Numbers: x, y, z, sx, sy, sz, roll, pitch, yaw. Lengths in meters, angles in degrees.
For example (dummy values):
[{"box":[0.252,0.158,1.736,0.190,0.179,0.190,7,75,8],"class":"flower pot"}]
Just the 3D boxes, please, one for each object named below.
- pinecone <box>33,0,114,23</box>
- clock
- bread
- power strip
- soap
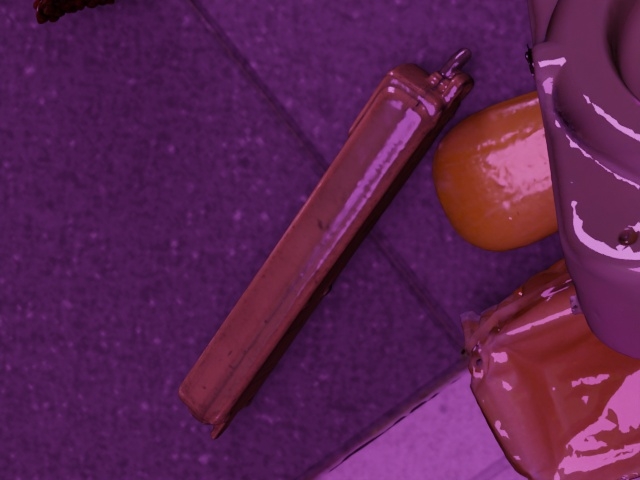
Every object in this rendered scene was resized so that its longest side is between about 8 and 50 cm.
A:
[{"box":[-0.161,-0.191,1.148,0.102,0.102,0.109,-46,61,19],"class":"pinecone"},{"box":[0.267,-0.092,0.971,0.309,0.284,0.114,-11,140,12],"class":"clock"},{"box":[0.211,0.054,1.096,0.241,0.107,0.136,-26,98,19],"class":"bread"},{"box":[0.000,0.000,1.160,0.044,0.064,0.305,38,109,9],"class":"power strip"},{"box":[0.149,-0.053,1.125,0.168,0.033,0.089,-22,100,18],"class":"soap"}]
